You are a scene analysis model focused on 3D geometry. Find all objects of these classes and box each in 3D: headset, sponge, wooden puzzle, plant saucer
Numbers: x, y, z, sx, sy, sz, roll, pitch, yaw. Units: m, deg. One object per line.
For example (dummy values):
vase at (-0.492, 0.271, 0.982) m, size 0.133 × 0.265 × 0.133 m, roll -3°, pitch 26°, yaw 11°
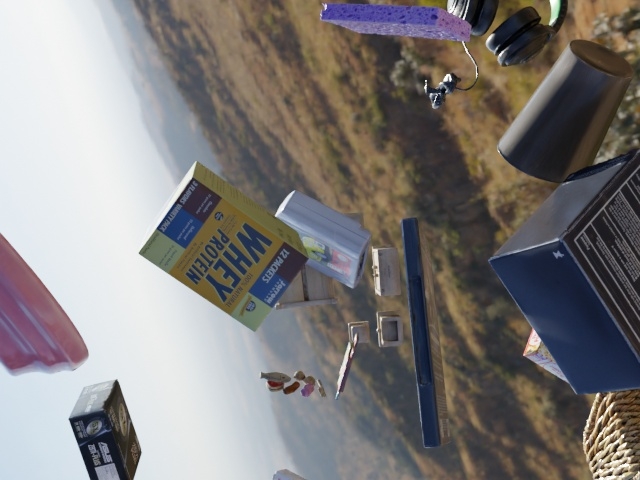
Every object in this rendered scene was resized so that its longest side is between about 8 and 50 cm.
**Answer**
headset at (0.363, -0.455, 1.954) m, size 0.243 × 0.394 × 0.185 m, roll 35°, pitch 158°, yaw 0°
sponge at (0.118, -0.344, 1.432) m, size 0.210 × 0.117 × 0.031 m, roll 12°, pitch 96°, yaw 33°
wooden puzzle at (0.029, 0.143, 1.043) m, size 0.049 × 0.006 × 0.083 m, roll -92°, pitch 18°, yaw -85°
plant saucer at (-0.403, 0.037, 1.038) m, size 0.332 × 0.084 × 0.332 m, roll 40°, pitch 159°, yaw 19°

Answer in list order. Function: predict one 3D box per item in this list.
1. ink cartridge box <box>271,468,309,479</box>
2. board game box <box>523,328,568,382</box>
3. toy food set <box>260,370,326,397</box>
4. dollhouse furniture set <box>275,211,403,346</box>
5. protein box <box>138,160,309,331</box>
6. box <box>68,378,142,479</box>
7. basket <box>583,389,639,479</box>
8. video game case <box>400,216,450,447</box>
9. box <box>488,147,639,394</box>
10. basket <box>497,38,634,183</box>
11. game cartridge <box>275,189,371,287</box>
ink cartridge box at (-0.046, 0.534, 1.869) m, size 0.052 × 0.122 × 0.089 m, roll 12°, pitch -82°, yaw -67°
board game box at (0.481, 0.165, 1.723) m, size 0.146 × 0.194 × 0.045 m, roll 32°, pitch 156°, yaw -13°
toy food set at (-0.051, 0.270, 1.727) m, size 0.078 × 0.122 × 0.019 m, roll -115°, pitch 35°, yaw -59°
dollhouse furniture set at (-0.003, 0.098, 2.066) m, size 0.174 × 0.355 × 0.303 m, roll 40°, pitch -135°, yaw -90°
protein box at (-0.144, 0.003, 1.363) m, size 0.201 × 0.136 × 0.200 m, roll 35°, pitch -174°, yaw -12°
box at (-0.433, 0.398, 1.854) m, size 0.147 × 0.077 × 0.180 m, roll -99°, pitch -6°, yaw -75°
basket at (0.708, 0.414, 1.941) m, size 0.213 × 0.299 × 0.223 m, roll 119°, pitch 144°, yaw -55°
video game case at (0.137, 0.124, 1.175) m, size 0.196 × 0.026 × 0.274 m, roll 45°, pitch -141°, yaw -74°
box at (0.491, 0.054, 1.557) m, size 0.296 × 0.294 × 0.182 m, roll 56°, pitch 145°, yaw -8°
basket at (0.462, -0.240, 1.682) m, size 0.154 × 0.204 × 0.227 m, roll 64°, pitch 143°, yaw 42°
game cartridge at (0.000, 0.000, 1.822) m, size 0.196 × 0.060 × 0.294 m, roll 32°, pitch 164°, yaw 10°
